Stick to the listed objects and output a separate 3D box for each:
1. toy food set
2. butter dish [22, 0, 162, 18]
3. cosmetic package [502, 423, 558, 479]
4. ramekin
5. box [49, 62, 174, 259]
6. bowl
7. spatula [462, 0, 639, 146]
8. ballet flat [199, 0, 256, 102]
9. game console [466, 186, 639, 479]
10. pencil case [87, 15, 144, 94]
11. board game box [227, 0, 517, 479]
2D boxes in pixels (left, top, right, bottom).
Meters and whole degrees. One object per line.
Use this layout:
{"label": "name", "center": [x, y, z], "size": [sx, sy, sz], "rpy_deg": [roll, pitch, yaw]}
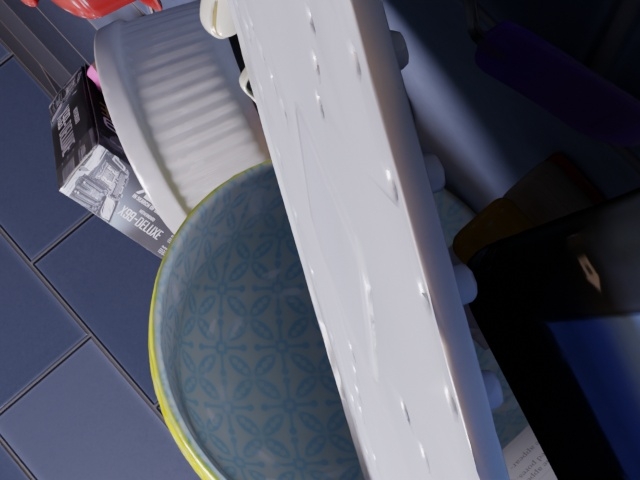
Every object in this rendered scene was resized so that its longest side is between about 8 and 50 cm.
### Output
{"label": "toy food set", "center": [0.128, 0.027, 0.681], "size": [0.104, 0.111, 0.232], "rpy_deg": [48, 168, 6]}
{"label": "butter dish", "center": [-0.261, -0.284, 1.181], "size": [0.160, 0.118, 0.160], "rpy_deg": [39, 166, 49]}
{"label": "cosmetic package", "center": [0.227, 0.186, 0.734], "size": [0.151, 0.151, 0.183], "rpy_deg": [54, 169, -29]}
{"label": "ramekin", "center": [-0.101, -0.109, 1.007], "size": [0.207, 0.109, 0.207], "rpy_deg": [-23, -90, -83]}
{"label": "box", "center": [-0.185, -0.058, 1.419], "size": [0.307, 0.076, 0.242], "rpy_deg": [37, -166, -29]}
{"label": "bowl", "center": [0.003, 0.095, 0.874], "size": [0.289, 0.289, 0.156], "rpy_deg": [48, 152, 6]}
{"label": "spatula", "center": [0.052, -0.151, 0.576], "size": [0.296, 0.030, 0.084], "rpy_deg": [49, 173, 1]}
{"label": "ballet flat", "center": [-0.029, -0.145, 0.786], "size": [0.247, 0.087, 0.083], "rpy_deg": [55, 169, -29]}
{"label": "game console", "center": [0.167, 0.139, 0.359], "size": [0.342, 0.060, 0.386], "rpy_deg": [58, 172, 2]}
{"label": "pencil case", "center": [-0.172, -0.157, 1.368], "size": [0.209, 0.098, 0.095], "rpy_deg": [49, 126, 5]}
{"label": "board game box", "center": [0.029, -0.004, 0.555], "size": [0.390, 0.050, 0.390], "rpy_deg": [-147, 41, -80]}
